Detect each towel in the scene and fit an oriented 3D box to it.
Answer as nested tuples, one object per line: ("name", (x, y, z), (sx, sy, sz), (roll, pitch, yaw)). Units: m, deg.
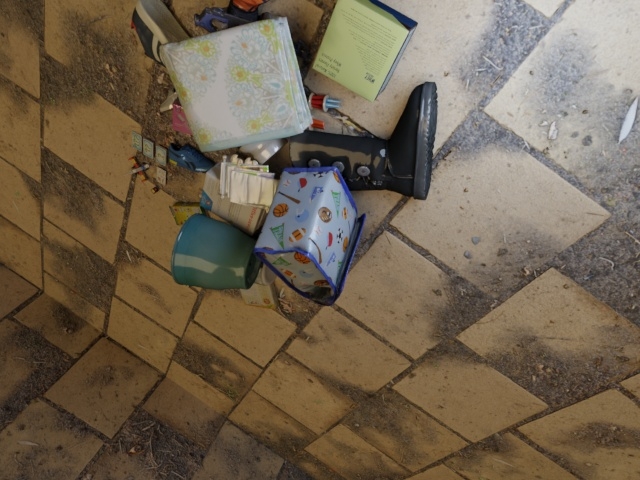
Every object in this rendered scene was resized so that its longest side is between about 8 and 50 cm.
("towel", (-0.234, -0.440, 1.226), (0.374, 0.090, 0.321), (-9, 119, 9))

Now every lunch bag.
("lunch bag", (0.000, 0.000, 1.381), (0.238, 0.328, 0.385), (5, 151, 26))

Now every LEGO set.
("LEGO set", (-0.736, -0.311, 1.775), (0.182, 0.060, 0.244), (29, 131, 9))

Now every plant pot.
("plant pot", (-0.357, 0.063, 1.533), (0.255, 0.272, 0.272), (15, 128, 8))

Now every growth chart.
("growth chart", (-0.231, -0.187, 1.410), (0.237, 0.021, 0.172), (17, 106, 7))

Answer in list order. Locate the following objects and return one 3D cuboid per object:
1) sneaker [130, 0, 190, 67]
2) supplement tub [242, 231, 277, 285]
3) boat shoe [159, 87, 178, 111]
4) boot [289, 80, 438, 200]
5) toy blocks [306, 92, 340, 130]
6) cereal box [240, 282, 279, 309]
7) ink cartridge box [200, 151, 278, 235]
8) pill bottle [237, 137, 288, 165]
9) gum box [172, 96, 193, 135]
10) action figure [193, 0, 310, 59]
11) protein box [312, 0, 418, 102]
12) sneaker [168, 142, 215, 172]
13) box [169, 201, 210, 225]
("sneaker", (-0.494, -0.613, 1.405), (0.148, 0.131, 0.350), (-22, 106, 43))
("supplement tub", (-0.333, 0.061, 1.751), (0.315, 0.194, 0.194), (14, 128, 18))
("boat shoe", (-0.515, -0.516, 1.516), (0.184, 0.066, 0.063), (-12, 107, 33))
("boot", (0.117, -0.308, 1.299), (0.444, 0.146, 0.367), (12, 129, 20))
("toy blocks", (-0.009, -0.407, 1.349), (0.148, 0.054, 0.123), (14, 127, 17))
("cereal box", (-0.293, 0.204, 1.929), (0.172, 0.047, 0.240), (6, 125, 22))
("ink cartridge box", (-0.290, -0.170, 1.553), (0.232, 0.168, 0.171), (32, 134, 2))
("pill bottle", (-0.247, -0.395, 1.403), (0.162, 0.162, 0.278), (-31, 106, 38))
("gum box", (-0.432, -0.428, 1.497), (0.188, 0.062, 0.107), (17, 138, -7))
("action figure", (-0.167, -0.667, 1.214), (0.341, 0.179, 0.330), (16, 142, -20))
("protein box", (0.119, -0.528, 1.145), (0.199, 0.136, 0.201), (31, 130, 2))
("sneaker", (-0.502, -0.324, 1.642), (0.209, 0.069, 0.082), (20, 126, 12))
("box", (-0.572, -0.113, 1.845), (0.179, 0.043, 0.105), (2, 124, 22))
